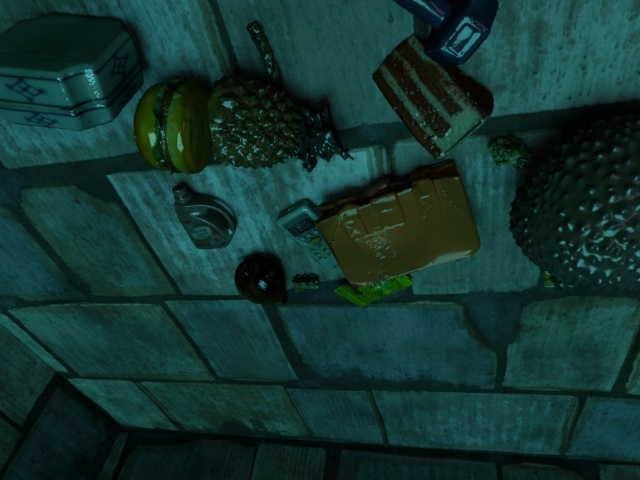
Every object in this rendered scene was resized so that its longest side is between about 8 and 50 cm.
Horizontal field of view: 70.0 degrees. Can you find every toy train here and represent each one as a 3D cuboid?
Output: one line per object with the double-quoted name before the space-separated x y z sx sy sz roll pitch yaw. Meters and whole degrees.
"toy train" -0.051 0.154 1.634 0.103 0.044 0.064 -5 136 20

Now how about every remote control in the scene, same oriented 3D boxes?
"remote control" 0.000 0.000 1.458 0.140 0.056 0.296 -25 124 34

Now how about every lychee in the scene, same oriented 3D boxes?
"lychee" 0.643 -0.071 1.036 0.381 0.380 0.431 16 109 -3

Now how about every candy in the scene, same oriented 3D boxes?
"candy" 0.181 0.159 1.569 0.149 0.069 0.246 40 129 -22

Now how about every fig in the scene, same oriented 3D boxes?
"fig" -0.185 0.168 1.624 0.170 0.145 0.274 -10 145 24

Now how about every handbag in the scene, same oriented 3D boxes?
"handbag" 0.218 -0.038 1.301 0.411 0.116 0.303 -18 126 17

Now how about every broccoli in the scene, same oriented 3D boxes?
"broccoli" 0.464 -0.211 1.119 0.095 0.092 0.096 -18 111 11

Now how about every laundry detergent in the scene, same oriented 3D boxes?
"laundry detergent" -0.364 -0.079 1.449 0.172 0.076 0.237 -4 131 15

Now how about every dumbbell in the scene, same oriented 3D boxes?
"dumbbell" 0.175 -0.476 0.878 0.325 0.160 0.144 28 102 -15

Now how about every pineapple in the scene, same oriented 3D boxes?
"pineapple" -0.089 -0.271 1.116 0.358 0.222 0.222 7 136 -8

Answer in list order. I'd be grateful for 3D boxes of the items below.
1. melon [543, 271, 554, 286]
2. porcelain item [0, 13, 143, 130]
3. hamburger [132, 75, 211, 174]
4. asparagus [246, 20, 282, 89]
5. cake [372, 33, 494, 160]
"melon" 0.673 0.057 1.327 0.064 0.118 0.209 -5 123 36
"porcelain item" -0.578 -0.382 1.040 0.282 0.285 0.157 7 138 3
"hamburger" -0.367 -0.285 1.134 0.170 0.246 0.245 8 136 8
"asparagus" -0.126 -0.428 1.074 0.036 0.030 0.165 -23 128 1
"cake" 0.273 -0.339 1.062 0.158 0.160 0.262 -41 81 40
